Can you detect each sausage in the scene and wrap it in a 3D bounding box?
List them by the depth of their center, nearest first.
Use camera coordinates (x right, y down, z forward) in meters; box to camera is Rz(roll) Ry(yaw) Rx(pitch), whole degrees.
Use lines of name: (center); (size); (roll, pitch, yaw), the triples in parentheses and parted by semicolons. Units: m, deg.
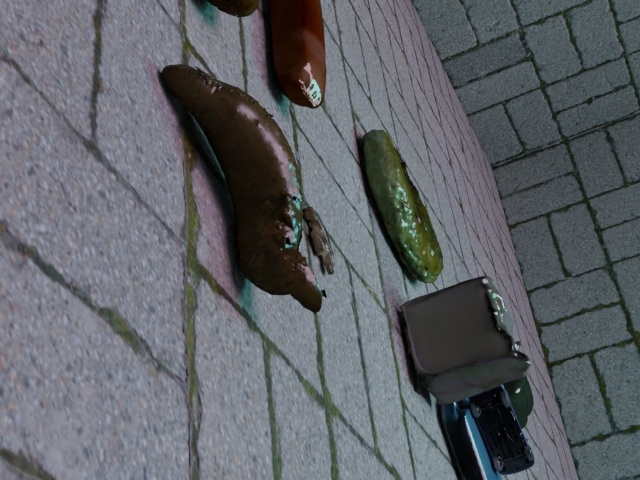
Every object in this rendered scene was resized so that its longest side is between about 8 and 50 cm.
sausage: (-0.036, -0.315, 1.620); (0.089, 0.083, 0.300); (63, 18, -47)

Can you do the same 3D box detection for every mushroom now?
mushroom: (-0.126, -0.347, 1.346); (0.126, 0.085, 0.109); (60, -18, 19)
mushroom: (0.000, 0.000, 1.461); (0.049, 0.019, 0.101); (-18, 88, -74)

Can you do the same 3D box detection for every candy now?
candy: (0.246, 0.178, 1.789); (0.137, 0.195, 0.185); (59, 14, -51)

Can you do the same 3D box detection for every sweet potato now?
sweet potato: (-0.070, -0.060, 1.157); (0.310, 0.098, 0.124); (67, 22, 1)

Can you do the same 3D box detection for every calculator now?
calculator: (0.285, 0.409, 1.875); (0.173, 0.051, 0.293); (3, 68, -76)

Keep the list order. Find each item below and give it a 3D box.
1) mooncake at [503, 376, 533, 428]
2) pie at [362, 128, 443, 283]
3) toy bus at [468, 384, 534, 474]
mooncake: (0.337, 0.317, 2.056); (0.175, 0.168, 0.104); (-34, 117, -42)
pie: (0.163, -0.077, 2.036); (0.323, 0.070, 0.323); (-21, 90, -76)
toy bus: (0.329, 0.336, 1.881); (0.076, 0.073, 0.167); (-58, 126, -74)
